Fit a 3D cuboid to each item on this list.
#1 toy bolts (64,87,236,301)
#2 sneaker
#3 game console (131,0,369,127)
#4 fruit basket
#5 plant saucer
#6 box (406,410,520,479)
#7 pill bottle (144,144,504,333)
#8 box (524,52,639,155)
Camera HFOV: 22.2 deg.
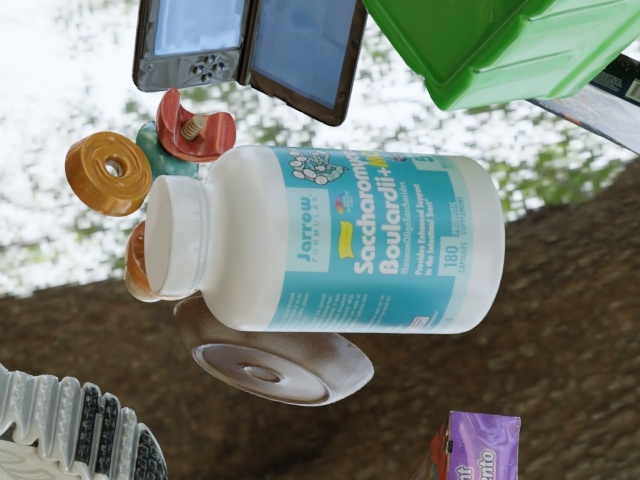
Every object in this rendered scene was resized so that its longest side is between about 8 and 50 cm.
[{"bbox_3d":[-0.211,-0.057,1.878,0.158,0.218,0.228,-39,-149,44],"label":"toy bolts"},{"bbox_3d":[-0.282,0.186,1.527,0.118,0.292,0.110,-55,-163,35],"label":"sneaker"},{"bbox_3d":[-0.090,-0.287,2.106,0.173,0.250,0.293,54,-36,41],"label":"game console"},{"bbox_3d":[0.250,-0.289,1.370,0.283,0.392,0.392,54,-39,7],"label":"fruit basket"},{"bbox_3d":[-0.049,0.111,1.532,0.198,0.198,0.036,-15,-130,55],"label":"plant saucer"},{"bbox_3d":[0.098,0.269,1.277,0.293,0.057,0.201,105,-10,-68],"label":"box"},{"bbox_3d":[0.000,0.000,1.278,0.146,0.264,0.146,-179,-90,-71],"label":"pill bottle"},{"bbox_3d":[0.253,-0.162,1.631,0.233,0.159,0.044,29,-96,25],"label":"box"}]
